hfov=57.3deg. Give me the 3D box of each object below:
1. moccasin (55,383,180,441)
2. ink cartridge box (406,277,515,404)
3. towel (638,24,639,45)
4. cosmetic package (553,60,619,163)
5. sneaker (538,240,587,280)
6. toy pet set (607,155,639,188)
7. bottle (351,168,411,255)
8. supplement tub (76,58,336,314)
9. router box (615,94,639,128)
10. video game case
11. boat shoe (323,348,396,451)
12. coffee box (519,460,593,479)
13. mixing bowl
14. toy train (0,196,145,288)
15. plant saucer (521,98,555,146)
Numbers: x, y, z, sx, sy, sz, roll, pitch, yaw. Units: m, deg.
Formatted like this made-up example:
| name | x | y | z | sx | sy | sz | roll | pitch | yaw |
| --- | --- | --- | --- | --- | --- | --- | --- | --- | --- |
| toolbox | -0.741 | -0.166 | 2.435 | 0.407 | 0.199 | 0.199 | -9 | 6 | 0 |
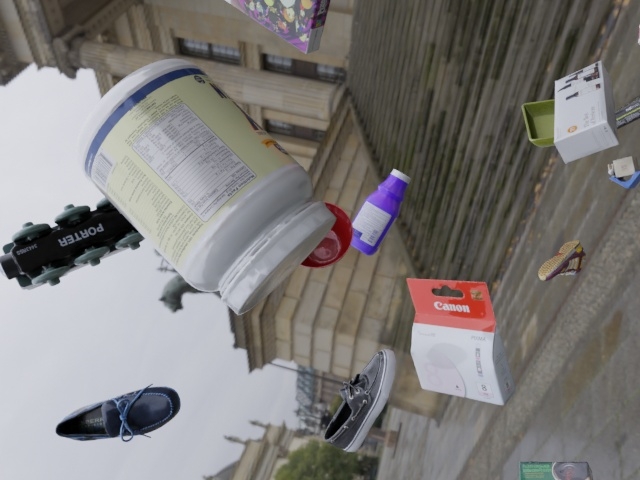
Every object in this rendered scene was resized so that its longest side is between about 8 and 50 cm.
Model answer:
| name | x | y | z | sx | sy | sz | roll | pitch | yaw |
| --- | --- | --- | --- | --- | --- | --- | --- | --- | --- |
| moccasin | -0.540 | 0.482 | 1.559 | 0.117 | 0.342 | 0.137 | 17 | -127 | -76 |
| ink cartridge box | 0.252 | 0.191 | 1.119 | 0.066 | 0.189 | 0.232 | -37 | -67 | -37 |
| towel | 0.571 | -0.422 | 0.931 | 0.144 | 0.029 | 0.197 | -28 | -49 | -23 |
| cosmetic package | 0.512 | -0.254 | 1.139 | 0.060 | 0.099 | 0.239 | 48 | -139 | -23 |
| sneaker | 0.723 | 0.079 | 1.729 | 0.185 | 0.083 | 0.070 | -37 | 9 | -21 |
| toy pet set | 0.676 | -0.145 | 1.250 | 0.114 | 0.122 | 0.065 | -6 | -95 | -46 |
| bottle | 0.192 | -0.094 | 1.891 | 0.282 | 0.118 | 0.092 | -60 | -17 | 6 |
| supplement tub | -0.160 | -0.075 | 0.855 | 0.235 | 0.325 | 0.235 | -45 | -6 | -6 |
| router box | 0.701 | -0.296 | 1.279 | 0.092 | 0.038 | 0.122 | -34 | -3 | -8 |
| video game case | -0.075 | -0.474 | 1.016 | 0.042 | 0.232 | 0.210 | -35 | -24 | -38 |
| boat shoe | 0.069 | 0.301 | 1.114 | 0.080 | 0.076 | 0.228 | -106 | 36 | -63 |
| coffee box | 0.374 | 0.441 | 0.915 | 0.040 | 0.113 | 0.184 | 57 | -146 | -39 |
| mixing bowl | 0.000 | 0.000 | 1.513 | 0.098 | 0.182 | 0.181 | 65 | -141 | -68 |
| toy train | -0.520 | 0.000 | 1.273 | 0.334 | 0.142 | 0.190 | -27 | 2 | -26 |
| plant saucer | 0.625 | -0.301 | 1.506 | 0.188 | 0.189 | 0.045 | -78 | -23 | -48 |
